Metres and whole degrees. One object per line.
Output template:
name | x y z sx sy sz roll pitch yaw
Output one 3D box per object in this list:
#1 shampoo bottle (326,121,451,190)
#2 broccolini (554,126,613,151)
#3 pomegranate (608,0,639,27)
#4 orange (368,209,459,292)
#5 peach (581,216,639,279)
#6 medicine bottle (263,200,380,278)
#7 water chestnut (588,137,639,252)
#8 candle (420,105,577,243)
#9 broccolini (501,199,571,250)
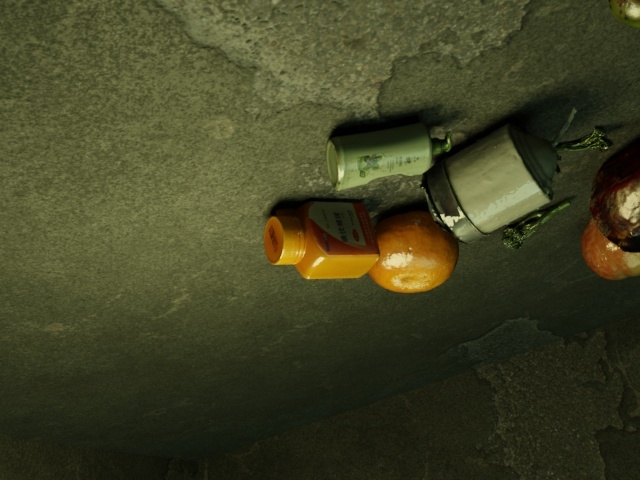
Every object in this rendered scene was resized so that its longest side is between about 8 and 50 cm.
shampoo bottle | 0.133 -0.162 1.302 0.234 0.087 0.118 -11 151 -9
broccolini | 0.534 -0.200 1.508 0.194 0.054 0.052 -13 173 -1
pomegranate | 0.493 -0.384 1.040 0.130 0.130 0.130 -13 154 -6
orange | 0.209 0.023 1.625 0.224 0.170 0.224 0 145 0
peach | 0.827 -0.004 1.922 0.232 0.233 0.232 -13 154 -6
medicine bottle | 0.000 0.000 1.480 0.222 0.149 0.112 0 150 -28
water chestnut | 0.796 -0.087 1.576 0.350 0.302 0.350 -16 158 -7
candle | 0.376 -0.137 1.385 0.330 0.188 0.187 -30 151 26
broccolini | 0.560 -0.053 1.825 0.202 0.068 0.091 -43 159 18
